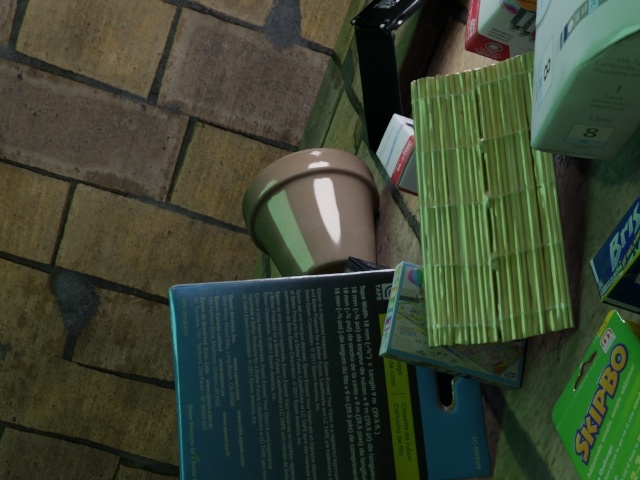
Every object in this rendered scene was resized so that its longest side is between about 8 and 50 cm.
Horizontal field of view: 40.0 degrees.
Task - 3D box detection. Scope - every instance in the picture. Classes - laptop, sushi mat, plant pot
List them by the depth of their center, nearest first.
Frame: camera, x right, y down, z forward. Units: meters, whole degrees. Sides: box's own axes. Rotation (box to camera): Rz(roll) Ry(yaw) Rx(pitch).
[{"bbox_3d":[0.177,-0.045,0.939,0.019,0.151,0.316,36,-131,-63],"label":"sushi mat"},{"bbox_3d":[0.000,0.000,1.621,0.263,0.263,0.229,117,148,-41],"label":"plant pot"},{"bbox_3d":[0.202,-0.364,1.675,0.408,0.236,0.382,-43,17,5],"label":"laptop"}]

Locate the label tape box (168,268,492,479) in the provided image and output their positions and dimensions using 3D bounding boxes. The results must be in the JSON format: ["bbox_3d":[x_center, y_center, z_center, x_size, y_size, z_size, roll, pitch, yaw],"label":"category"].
[{"bbox_3d":[0.004,0.163,0.997,0.106,0.334,0.240,115,151,-76],"label":"label tape box"}]

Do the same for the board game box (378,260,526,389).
[{"bbox_3d":[0.148,0.093,0.955,0.026,0.154,0.103,130,155,-68],"label":"board game box"}]

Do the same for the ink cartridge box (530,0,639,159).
[{"bbox_3d":[0.257,-0.286,0.698,0.385,0.091,0.308,91,-173,-68],"label":"ink cartridge box"}]

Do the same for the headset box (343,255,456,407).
[{"bbox_3d":[0.086,0.172,1.184,0.283,0.131,0.246,-148,75,-78],"label":"headset box"}]

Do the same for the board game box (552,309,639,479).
[{"bbox_3d":[0.251,0.168,0.673,0.259,0.039,0.124,-103,33,-62],"label":"board game box"}]

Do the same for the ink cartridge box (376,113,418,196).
[{"bbox_3d":[0.160,-0.109,1.242,0.175,0.127,0.072,-106,35,-68],"label":"ink cartridge box"}]

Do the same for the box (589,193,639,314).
[{"bbox_3d":[0.287,-0.017,0.703,0.054,0.059,0.169,-85,17,-53],"label":"box"}]

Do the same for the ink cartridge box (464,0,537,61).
[{"bbox_3d":[0.266,-0.295,1.014,0.176,0.128,0.127,132,152,-65],"label":"ink cartridge box"}]
